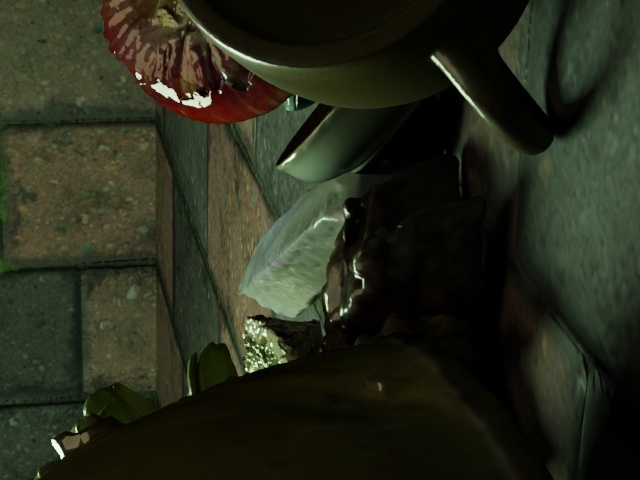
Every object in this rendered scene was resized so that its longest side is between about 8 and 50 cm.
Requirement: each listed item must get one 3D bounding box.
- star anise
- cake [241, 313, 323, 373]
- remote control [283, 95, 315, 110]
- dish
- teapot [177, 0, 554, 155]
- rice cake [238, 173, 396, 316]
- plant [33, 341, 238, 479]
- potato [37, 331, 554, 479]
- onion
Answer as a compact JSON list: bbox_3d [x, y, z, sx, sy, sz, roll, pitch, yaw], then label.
[{"bbox_3d":[0.044,0.067,1.039,0.236,0.109,0.223,102,166,-58],"label":"star anise"},{"bbox_3d":[-0.028,0.076,1.072,0.140,0.055,0.051,-32,-54,-84],"label":"cake"},{"bbox_3d":[-0.014,-0.213,1.423,0.072,0.042,0.222,-115,26,-63],"label":"remote control"},{"bbox_3d":[0.046,-0.075,1.083,0.141,0.078,0.141,-50,6,7],"label":"dish"},{"bbox_3d":[0.035,-0.148,0.902,0.267,0.185,0.175,55,-166,17],"label":"teapot"},{"bbox_3d":[0.000,0.000,1.321,0.399,0.064,0.070,140,154,-76],"label":"rice cake"},{"bbox_3d":[-0.073,0.261,1.312,0.297,0.306,0.261,50,119,28],"label":"plant"},{"bbox_3d":[-0.039,0.291,0.804,0.385,0.319,0.442,-131,26,-65],"label":"potato"},{"bbox_3d":[-0.049,-0.196,1.321,0.230,0.163,0.230,-7,79,38],"label":"onion"}]
